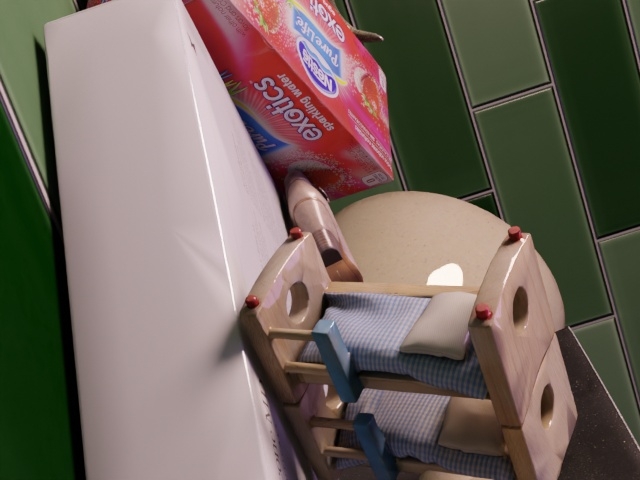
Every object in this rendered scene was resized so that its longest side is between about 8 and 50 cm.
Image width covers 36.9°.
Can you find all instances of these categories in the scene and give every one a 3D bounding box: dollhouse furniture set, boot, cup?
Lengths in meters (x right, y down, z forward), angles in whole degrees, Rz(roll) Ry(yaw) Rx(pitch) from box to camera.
[{"bbox_3d":[0.023,0.098,0.432,0.183,0.129,0.129,-58,137,-42],"label":"dollhouse furniture set"},{"bbox_3d":[0.000,0.000,0.791,0.118,0.042,0.087,79,-10,-52],"label":"boot"},{"bbox_3d":[0.091,0.143,1.092,0.237,0.331,0.331,-55,131,-51],"label":"cup"}]

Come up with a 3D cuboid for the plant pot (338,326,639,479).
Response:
[{"bbox_3d":[0.107,0.190,0.559,0.188,0.167,0.187,-93,165,-66],"label":"plant pot"}]

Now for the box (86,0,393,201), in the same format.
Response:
[{"bbox_3d":[-0.055,-0.138,0.770,0.257,0.128,0.122,42,38,-47],"label":"box"}]

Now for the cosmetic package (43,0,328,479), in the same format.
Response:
[{"bbox_3d":[-0.060,0.074,0.610,0.284,0.097,0.377,69,6,-59],"label":"cosmetic package"}]

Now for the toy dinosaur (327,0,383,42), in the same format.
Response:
[{"bbox_3d":[-0.088,-0.258,0.858,0.121,0.314,0.160,-39,149,-74],"label":"toy dinosaur"}]
